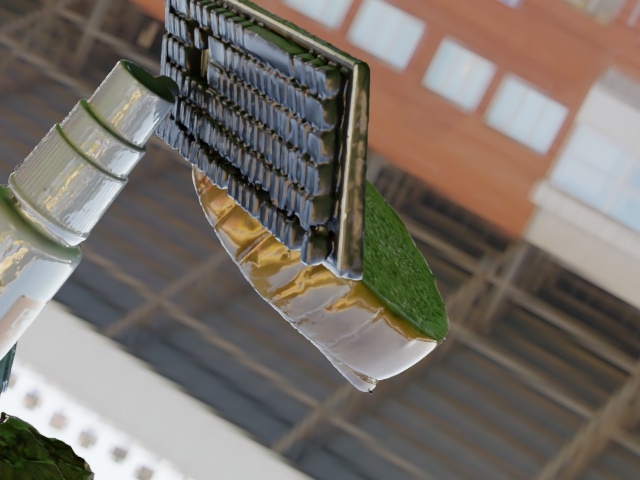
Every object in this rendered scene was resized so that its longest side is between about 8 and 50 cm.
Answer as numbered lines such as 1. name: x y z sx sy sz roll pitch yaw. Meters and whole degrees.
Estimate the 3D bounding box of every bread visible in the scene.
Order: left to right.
1. bread: 0.000 0.000 1.426 0.236 0.070 0.236 47 -164 -18

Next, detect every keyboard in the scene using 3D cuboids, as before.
1. keyboard: -0.035 -0.061 0.953 0.027 0.106 0.317 -1 -166 -17

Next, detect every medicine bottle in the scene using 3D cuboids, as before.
1. medicine bottle: -0.153 0.001 1.026 0.061 0.221 0.092 42 -169 6

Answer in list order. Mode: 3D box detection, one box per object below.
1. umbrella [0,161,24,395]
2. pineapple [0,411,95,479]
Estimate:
1. umbrella: -0.308 0.044 1.944 0.052 0.250 0.053 6 165 29
2. pineapple: -0.281 0.252 1.207 0.175 0.361 0.175 39 -158 -20
